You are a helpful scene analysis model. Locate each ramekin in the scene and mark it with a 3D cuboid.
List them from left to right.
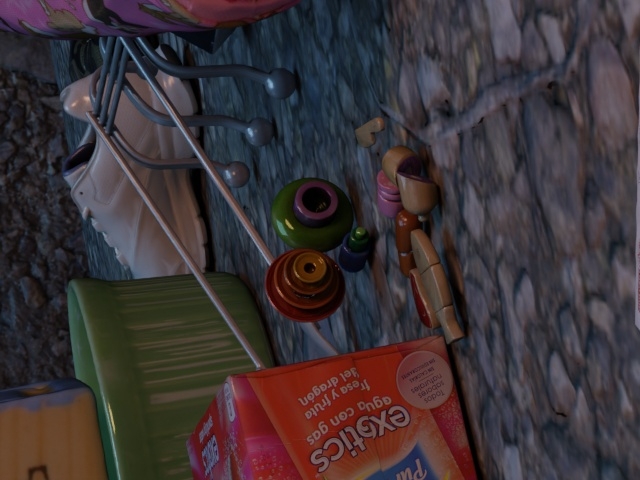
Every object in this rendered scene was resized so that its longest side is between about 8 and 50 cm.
[{"bbox_3d":[-0.120,0.170,1.579,0.303,0.148,0.303,170,90,-78],"label":"ramekin"}]

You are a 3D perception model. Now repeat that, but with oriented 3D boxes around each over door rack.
[{"bbox_3d":[-0.067,-0.024,1.306,0.239,0.108,0.324,124,124,-73],"label":"over door rack"}]

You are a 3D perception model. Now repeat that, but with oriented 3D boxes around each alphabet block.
[{"bbox_3d":[-0.272,0.229,1.513,0.192,0.193,0.197,170,90,-79],"label":"alphabet block"}]

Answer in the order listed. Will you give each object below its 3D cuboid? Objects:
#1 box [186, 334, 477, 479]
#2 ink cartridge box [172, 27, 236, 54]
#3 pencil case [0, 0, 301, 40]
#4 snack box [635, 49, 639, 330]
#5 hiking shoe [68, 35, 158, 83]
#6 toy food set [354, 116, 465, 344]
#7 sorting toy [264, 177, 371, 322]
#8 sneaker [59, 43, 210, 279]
[{"bbox_3d":[0.002,0.147,1.048,0.257,0.123,0.128,125,133,-73],"label":"box"},{"bbox_3d":[-0.145,-0.238,1.292,0.045,0.206,0.208,-59,-5,-24],"label":"ink cartridge box"},{"bbox_3d":[-0.118,-0.203,1.042,0.386,0.160,0.167,14,131,60],"label":"pencil case"},{"bbox_3d":[0.122,-0.036,0.577,0.064,0.022,0.178,-119,22,-60],"label":"snack box"},{"bbox_3d":[-0.203,-0.194,1.877,0.227,0.086,0.114,-128,43,-54],"label":"hiking shoe"},{"bbox_3d":[0.051,-0.006,0.954,0.078,0.019,0.122,162,90,-78],"label":"toy food set"},{"bbox_3d":[0.000,0.000,1.093,0.042,0.061,0.102,106,170,-63],"label":"sorting toy"},{"bbox_3d":[-0.177,-0.043,1.719,0.111,0.129,0.297,-123,24,-57],"label":"sneaker"}]
